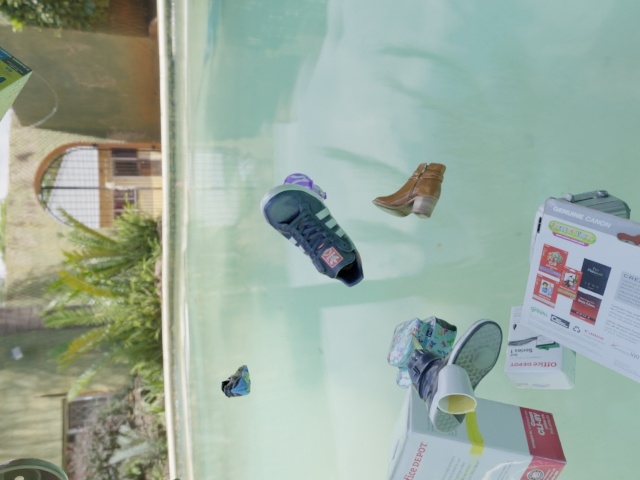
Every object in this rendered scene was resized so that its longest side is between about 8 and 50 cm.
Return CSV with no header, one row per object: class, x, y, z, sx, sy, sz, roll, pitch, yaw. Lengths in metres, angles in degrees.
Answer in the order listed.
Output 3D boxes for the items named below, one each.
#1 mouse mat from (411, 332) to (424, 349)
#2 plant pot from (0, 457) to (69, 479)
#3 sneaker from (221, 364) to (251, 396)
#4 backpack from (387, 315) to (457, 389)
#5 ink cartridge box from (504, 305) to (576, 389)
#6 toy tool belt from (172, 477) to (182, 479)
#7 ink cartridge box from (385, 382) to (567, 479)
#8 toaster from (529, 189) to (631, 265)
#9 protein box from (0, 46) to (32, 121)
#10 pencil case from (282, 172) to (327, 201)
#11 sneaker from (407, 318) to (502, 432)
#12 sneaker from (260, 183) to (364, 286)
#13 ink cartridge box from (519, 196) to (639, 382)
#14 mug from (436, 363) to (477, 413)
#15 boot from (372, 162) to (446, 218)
mouse mat,0.301,0.366,1.407,0.153,0.007,0.190,-120,12,-48
plant pot,-0.763,0.637,1.258,0.109,0.237,0.238,31,121,59
sneaker,-0.228,0.380,1.340,0.188,0.078,0.067,144,115,-82
backpack,0.344,0.395,1.713,0.225,0.191,0.254,134,152,-65
ink cartridge box,0.615,0.292,1.387,0.160,0.092,0.219,-15,40,41
toy tool belt,-0.217,0.398,0.767,0.083,0.051,0.052,52,-137,-71
ink cartridge box,0.388,0.558,1.316,0.160,0.384,0.279,-75,-5,-55
toaster,0.543,0.005,1.062,0.129,0.146,0.227,-106,12,-63
protein box,-0.705,-0.273,0.959,0.201,0.136,0.200,-42,26,22
pencil case,-0.041,-0.129,1.367,0.206,0.088,0.087,7,-97,-79
sneaker,0.244,0.220,0.945,0.163,0.086,0.226,-112,44,-70
sneaker,0.000,0.000,1.182,0.131,0.350,0.148,-41,45,13
ink cartridge box,0.516,0.074,0.813,0.309,0.130,0.272,28,131,42
mug,0.221,0.245,0.819,0.064,0.062,0.078,-82,-18,-48
boot,0.244,-0.141,1.356,0.197,0.073,0.153,12,76,40
